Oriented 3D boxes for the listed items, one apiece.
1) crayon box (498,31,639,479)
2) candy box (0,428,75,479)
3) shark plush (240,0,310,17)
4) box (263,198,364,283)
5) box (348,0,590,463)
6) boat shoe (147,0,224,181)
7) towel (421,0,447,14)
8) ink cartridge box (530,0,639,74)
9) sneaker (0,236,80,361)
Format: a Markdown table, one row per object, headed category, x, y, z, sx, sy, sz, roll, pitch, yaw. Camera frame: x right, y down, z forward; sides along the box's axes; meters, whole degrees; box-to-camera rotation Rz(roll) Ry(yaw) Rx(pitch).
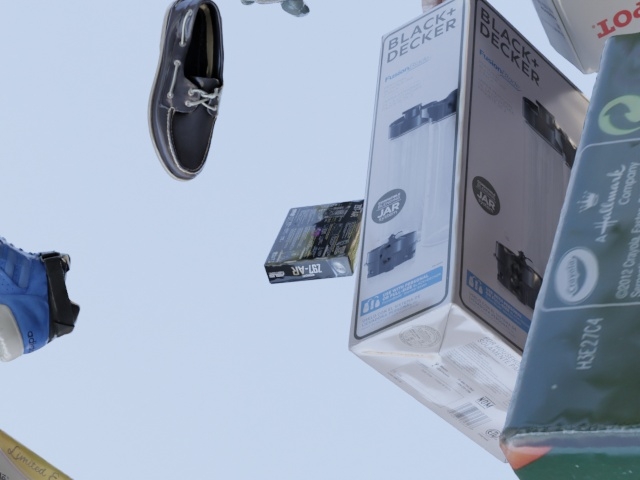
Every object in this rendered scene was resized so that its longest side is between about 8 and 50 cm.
| category | x | y | z | sx | sy | sz | roll | pitch | yaw |
| --- | --- | --- | --- | --- | --- | --- | --- | --- | --- |
| crayon box | 0.184 | 0.092 | 0.713 | 0.318 | 0.081 | 0.202 | 57 | -140 | -38 |
| candy box | -0.222 | 0.258 | 1.173 | 0.159 | 0.071 | 0.233 | 46 | -146 | -46 |
| shark plush | -0.039 | -0.227 | 1.418 | 0.161 | 0.067 | 0.073 | -2 | -90 | -46 |
| box | 0.000 | 0.000 | 1.299 | 0.083 | 0.067 | 0.018 | -68 | -34 | -55 |
| box | 0.115 | -0.015 | 1.193 | 0.169 | 0.087 | 0.290 | 38 | -139 | -31 |
| boat shoe | -0.141 | -0.168 | 1.889 | 0.075 | 0.065 | 0.206 | 5 | -94 | -32 |
| towel | 0.181 | -0.072 | 1.725 | 0.332 | 0.053 | 0.317 | 50 | -149 | -58 |
| ink cartridge box | 0.229 | -0.307 | 1.347 | 0.289 | 0.211 | 0.121 | 63 | -179 | -21 |
| sneaker | -0.250 | 0.019 | 1.397 | 0.084 | 0.058 | 0.152 | -21 | -111 | -26 |
